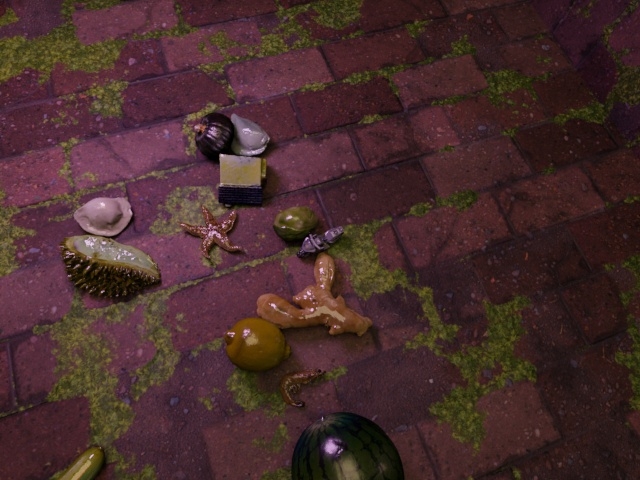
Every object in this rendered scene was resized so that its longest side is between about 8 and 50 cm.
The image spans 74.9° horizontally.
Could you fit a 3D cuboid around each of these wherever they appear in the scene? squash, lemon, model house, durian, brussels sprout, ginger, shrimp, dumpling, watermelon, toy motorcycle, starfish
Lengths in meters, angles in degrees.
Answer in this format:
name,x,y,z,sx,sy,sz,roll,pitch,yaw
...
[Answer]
name,x,y,z,sx,sy,sz,roll,pitch,yaw
squash,-0.757,0.738,1.312,0.095,0.095,0.188,41,70,10
lemon,-0.219,0.365,1.462,0.248,0.184,0.184,21,68,-16
model house,-0.321,-0.243,1.726,0.193,0.170,0.212,2,97,-12
durian,-0.795,0.100,1.566,0.394,0.163,0.198,14,30,-5
brussels sprout,-0.099,-0.069,1.665,0.183,0.145,0.131,-13,98,-5
ginger,-0.017,0.257,1.555,0.363,0.122,0.348,-31,66,-26
shrimp,-0.057,0.527,1.493,0.178,0.034,0.124,-10,73,-8
dumpling,-0.325,-0.454,1.801,0.216,0.105,0.149,43,71,10
watermelon,0.083,0.709,1.281,0.363,0.363,0.363,2,69,-5
toy motorcycle,0.000,0.000,1.651,0.215,0.122,0.080,-28,79,-15
starfish,-0.423,-0.041,1.658,0.277,0.062,0.236,21,68,4
squash,-0.442,-0.442,1.748,0.193,0.193,0.156,-51,122,-20
dumpling,-0.835,-0.089,1.616,0.181,0.111,0.155,-22,93,9
